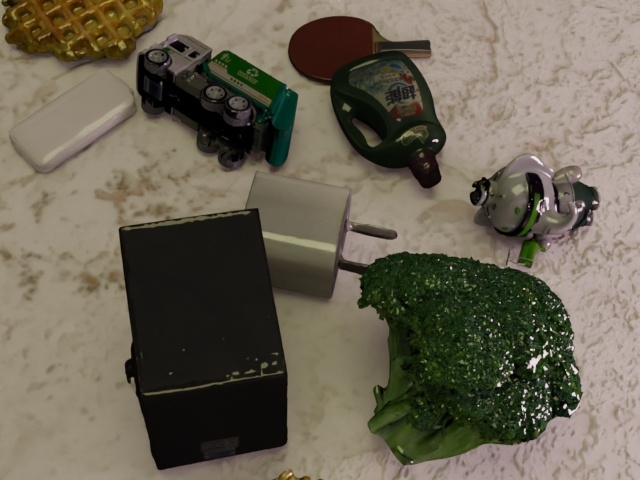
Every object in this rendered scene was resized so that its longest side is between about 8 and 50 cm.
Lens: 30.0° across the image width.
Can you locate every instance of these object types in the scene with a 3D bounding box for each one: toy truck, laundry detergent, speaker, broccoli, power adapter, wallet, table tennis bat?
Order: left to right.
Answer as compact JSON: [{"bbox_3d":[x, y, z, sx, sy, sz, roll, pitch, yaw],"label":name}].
[{"bbox_3d":[-0.359,-0.178,1.751,0.190,0.033,0.095,-36,68,-20],"label":"wallet"},{"bbox_3d":[-0.143,0.125,1.449,0.184,0.254,0.232,-8,60,-7],"label":"speaker"},{"bbox_3d":[-0.145,-0.202,1.729,0.253,0.114,0.124,34,51,18],"label":"toy truck"},{"bbox_3d":[0.000,0.000,1.599,0.205,0.125,0.130,12,59,5],"label":"power adapter"},{"bbox_3d":[0.060,-0.294,1.837,0.220,0.019,0.130,-1,59,0],"label":"table tennis bat"},{"bbox_3d":[0.105,-0.166,1.731,0.144,0.078,0.221,-17,63,-9],"label":"laundry detergent"},{"bbox_3d":[0.169,0.142,1.459,0.275,0.308,0.308,-44,63,18],"label":"broccoli"}]

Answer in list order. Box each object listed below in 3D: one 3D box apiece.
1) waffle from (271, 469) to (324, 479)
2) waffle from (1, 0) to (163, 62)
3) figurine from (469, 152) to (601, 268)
[{"bbox_3d":[-0.036,0.368,1.431,0.191,0.038,0.191,0,59,0],"label":"waffle"},{"bbox_3d":[-0.368,-0.378,1.861,0.245,0.052,0.254,11,61,7],"label":"waffle"},{"bbox_3d":[0.292,-0.052,1.641,0.192,0.147,0.126,7,38,-19],"label":"figurine"}]
